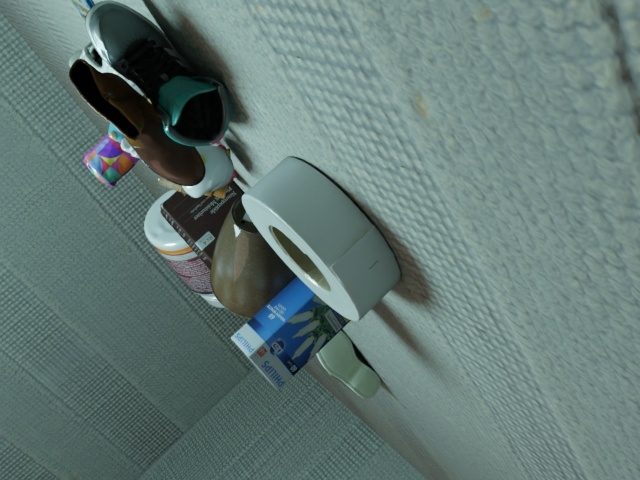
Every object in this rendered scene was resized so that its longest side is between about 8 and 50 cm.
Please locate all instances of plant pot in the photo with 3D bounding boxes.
[{"bbox_3d":[-0.127,0.012,1.496,0.215,0.215,0.230,42,151,23],"label":"plant pot"}]

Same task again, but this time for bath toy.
[{"bbox_3d":[-0.297,-0.206,1.510,0.348,0.151,0.129,35,-160,34],"label":"bath toy"}]

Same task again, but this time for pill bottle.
[{"bbox_3d":[-0.354,0.032,2.213,0.224,0.224,0.392,38,164,36],"label":"pill bottle"}]

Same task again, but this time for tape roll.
[{"bbox_3d":[0.000,0.000,1.195,0.286,0.100,0.286,45,167,13],"label":"tape roll"}]

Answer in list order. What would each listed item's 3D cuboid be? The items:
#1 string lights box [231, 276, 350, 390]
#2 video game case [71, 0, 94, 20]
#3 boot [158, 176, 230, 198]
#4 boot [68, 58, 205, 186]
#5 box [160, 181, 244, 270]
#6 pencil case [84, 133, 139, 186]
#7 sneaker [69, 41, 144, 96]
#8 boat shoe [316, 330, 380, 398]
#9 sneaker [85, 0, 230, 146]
[{"bbox_3d":[-0.036,0.156,1.430,0.077,0.259,0.133,35,163,45],"label":"string lights box"},{"bbox_3d":[-0.504,-0.502,1.536,0.119,0.015,0.166,39,165,32],"label":"video game case"},{"bbox_3d":[-0.270,-0.168,1.626,0.152,0.197,0.073,13,137,-7],"label":"boot"},{"bbox_3d":[-0.295,-0.191,1.225,0.264,0.096,0.280,54,176,-12],"label":"boot"},{"bbox_3d":[-0.258,-0.054,1.741,0.203,0.168,0.167,48,167,-5],"label":"box"},{"bbox_3d":[-0.448,-0.238,1.688,0.104,0.236,0.104,39,173,6],"label":"pencil case"},{"bbox_3d":[-0.474,-0.389,1.569,0.292,0.110,0.118,25,160,43],"label":"sneaker"},{"bbox_3d":[0.054,0.338,2.051,0.305,0.109,0.091,50,163,-30],"label":"boat shoe"},{"bbox_3d":[-0.252,-0.258,1.174,0.295,0.124,0.178,46,175,-32],"label":"sneaker"}]
